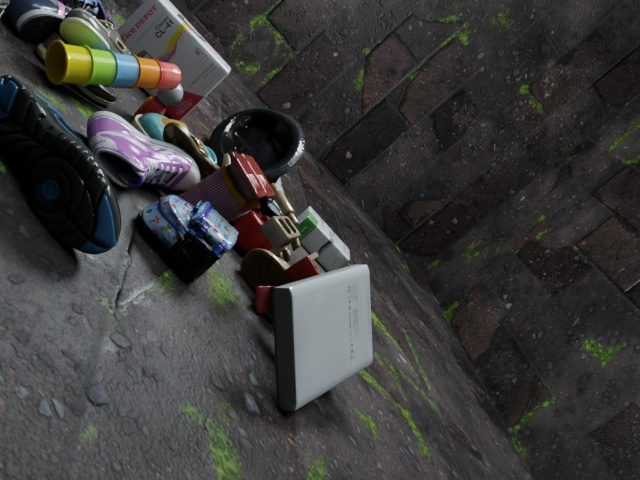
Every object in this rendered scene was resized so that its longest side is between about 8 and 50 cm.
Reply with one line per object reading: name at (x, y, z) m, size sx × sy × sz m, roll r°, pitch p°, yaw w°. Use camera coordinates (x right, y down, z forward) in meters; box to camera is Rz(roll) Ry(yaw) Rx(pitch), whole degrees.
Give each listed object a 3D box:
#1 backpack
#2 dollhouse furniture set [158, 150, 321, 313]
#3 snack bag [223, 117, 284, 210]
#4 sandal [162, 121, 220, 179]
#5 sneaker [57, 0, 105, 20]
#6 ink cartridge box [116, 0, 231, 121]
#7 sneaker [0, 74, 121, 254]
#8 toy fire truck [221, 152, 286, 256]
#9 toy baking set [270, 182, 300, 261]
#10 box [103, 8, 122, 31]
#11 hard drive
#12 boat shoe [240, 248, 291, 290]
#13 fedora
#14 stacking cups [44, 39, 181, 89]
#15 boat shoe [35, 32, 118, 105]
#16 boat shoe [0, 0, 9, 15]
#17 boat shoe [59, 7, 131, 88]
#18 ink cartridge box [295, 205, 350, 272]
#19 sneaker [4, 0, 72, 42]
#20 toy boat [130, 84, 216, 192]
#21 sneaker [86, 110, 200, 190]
backpack at (-0.265, -0.024, 1.452) m, size 0.173 × 0.117 × 0.158 m, roll 47°, pitch 12°, yaw -7°
dollhouse furniture set at (-0.153, 0.011, 1.594) m, size 0.374 × 0.201 × 0.152 m, roll 57°, pitch 11°, yaw 4°
snack bag at (-0.244, -0.277, 2.565) m, size 0.323 × 0.037 × 0.342 m, roll 45°, pitch 13°, yaw -25°
sandal at (-0.287, -0.205, 1.645) m, size 0.180 × 0.072 × 0.049 m, roll 45°, pitch 43°, yaw -35°
sneaker at (-0.659, -0.643, 1.923) m, size 0.147 × 0.130 × 0.330 m, roll 48°, pitch 11°, yaw 3°
ink cartridge box at (-0.448, -0.538, 2.145) m, size 0.306 × 0.226 × 0.131 m, roll 45°, pitch 11°, yaw -17°
sneaker at (-0.413, -0.124, 1.186) m, size 0.341 × 0.125 × 0.139 m, roll 54°, pitch 7°, yaw 12°
toy fire truck at (-0.193, -0.084, 1.831) m, size 0.246 × 0.158 × 0.217 m, roll 32°, pitch 22°, yaw -50°
toy baking set at (-0.126, -0.054, 2.004) m, size 0.030 × 0.196 × 0.256 m, roll -10°, pitch 53°, yaw -29°
box at (-0.645, -0.663, 2.298) m, size 0.162 × 0.029 × 0.116 m, roll 39°, pitch 16°, yaw -39°
hard drive at (0.014, 0.185, 1.500) m, size 0.353 × 0.047 × 0.233 m, roll -11°, pitch 100°, yaw -62°
boat shoe at (-0.044, 0.150, 1.717) m, size 0.341 × 0.122 × 0.110 m, roll 50°, pitch 12°, yaw 10°
fedora at (-0.193, -0.265, 2.296) m, size 0.152 × 0.334 × 0.334 m, roll 87°, pitch -22°, yaw -50°
stacking cups at (-0.456, -0.382, 1.654) m, size 0.316 × 0.096 × 0.096 m, roll -3°, pitch 50°, yaw -48°
boat shoe at (-0.545, -0.392, 1.677) m, size 0.223 × 0.073 × 0.080 m, roll 36°, pitch 18°, yaw -47°
boat shoe at (-0.663, -0.499, 1.451) m, size 0.121 × 0.119 × 0.335 m, roll 40°, pitch 15°, yaw -40°
boat shoe at (-0.527, -0.468, 1.731) m, size 0.305 × 0.109 × 0.091 m, roll 72°, pitch 26°, yaw -74°
ink cartridge box at (0.000, 0.000, 2.467) m, size 0.208 × 0.087 × 0.153 m, roll 47°, pitch 11°, yaw -10°
sneaker at (-0.628, -0.531, 1.716) m, size 0.131 × 0.112 × 0.319 m, roll 53°, pitch 10°, yaw 2°
toy boat at (-0.363, -0.266, 1.778) m, size 0.267 × 0.148 × 0.318 m, roll 36°, pitch 18°, yaw -50°
sneaker at (-0.365, -0.144, 1.533) m, size 0.282 × 0.102 × 0.161 m, roll 26°, pitch 28°, yaw -40°
